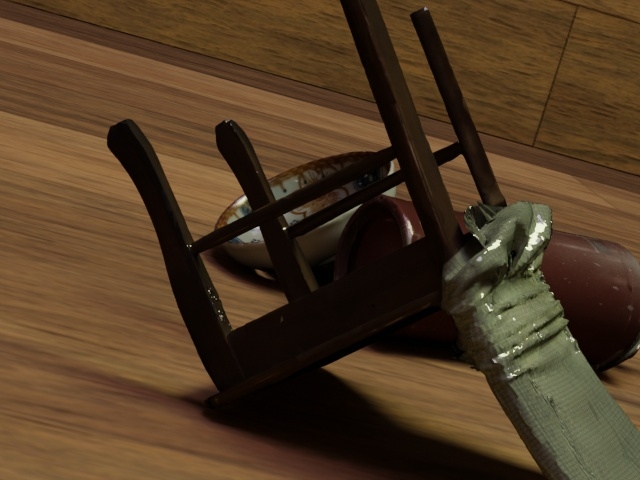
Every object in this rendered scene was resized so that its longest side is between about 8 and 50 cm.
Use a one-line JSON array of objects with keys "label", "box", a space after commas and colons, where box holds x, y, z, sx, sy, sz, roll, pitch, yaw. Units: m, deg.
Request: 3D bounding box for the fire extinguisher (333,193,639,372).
[{"label": "fire extinguisher", "box": [0.148, 0.034, 0.998, 0.269, 0.104, 0.105, 11, 13, -29]}]

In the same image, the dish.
[{"label": "dish", "box": [0.000, 0.000, 1.052, 0.141, 0.078, 0.141, -19, 21, 7]}]

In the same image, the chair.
[{"label": "chair", "box": [0.048, 0.047, 0.747, 0.186, 0.319, 0.160, -27, -6, 20]}]
